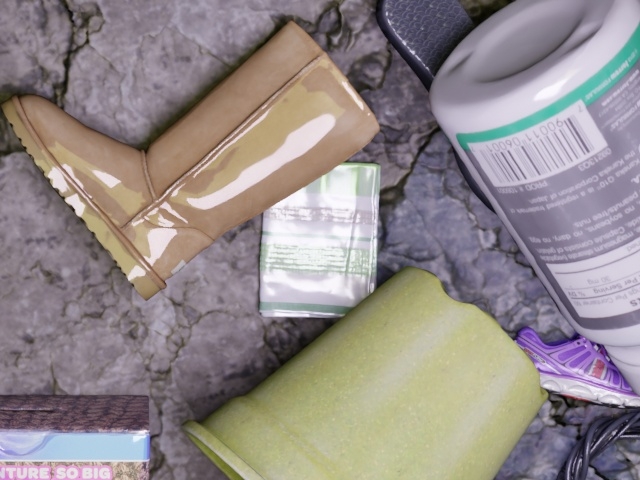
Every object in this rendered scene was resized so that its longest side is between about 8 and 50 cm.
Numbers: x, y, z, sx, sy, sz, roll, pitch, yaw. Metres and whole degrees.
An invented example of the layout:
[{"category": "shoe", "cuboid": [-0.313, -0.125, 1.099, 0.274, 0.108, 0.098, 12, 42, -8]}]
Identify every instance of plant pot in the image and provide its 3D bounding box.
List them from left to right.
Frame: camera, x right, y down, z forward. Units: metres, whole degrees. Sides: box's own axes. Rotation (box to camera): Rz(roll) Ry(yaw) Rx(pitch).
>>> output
[{"category": "plant pot", "cuboid": [0.060, 0.171, 1.576, 0.276, 0.276, 0.254, 45, 81, -9]}]

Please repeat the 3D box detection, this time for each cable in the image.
[{"category": "cable", "cuboid": [0.299, 0.255, 1.701, 0.150, 0.047, 0.184, 20, 95, -8]}]

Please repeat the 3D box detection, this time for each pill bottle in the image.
[{"category": "pill bottle", "cuboid": [0.268, -0.038, 1.548, 0.204, 0.204, 0.361, -35, 114, 0]}]

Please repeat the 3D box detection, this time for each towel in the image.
[{"category": "towel", "cuboid": [0.000, 0.000, 1.650, 0.113, 0.023, 0.152, 2, 97, -7]}]

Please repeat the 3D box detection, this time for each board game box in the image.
[{"category": "board game box", "cuboid": [-0.274, 0.297, 1.602, 0.232, 0.141, 0.291, 2, 97, -6]}]

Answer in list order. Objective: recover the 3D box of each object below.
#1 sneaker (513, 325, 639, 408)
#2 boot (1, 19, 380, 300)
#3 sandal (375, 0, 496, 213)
[{"category": "sneaker", "cuboid": [0.264, 0.122, 1.673, 0.170, 0.068, 0.071, 14, 84, -11]}, {"category": "boot", "cuboid": [-0.121, -0.109, 1.598, 0.269, 0.089, 0.236, -39, 97, -4]}, {"category": "sandal", "cuboid": [0.141, -0.138, 1.634, 0.097, 0.054, 0.254, -32, 98, -14]}]
